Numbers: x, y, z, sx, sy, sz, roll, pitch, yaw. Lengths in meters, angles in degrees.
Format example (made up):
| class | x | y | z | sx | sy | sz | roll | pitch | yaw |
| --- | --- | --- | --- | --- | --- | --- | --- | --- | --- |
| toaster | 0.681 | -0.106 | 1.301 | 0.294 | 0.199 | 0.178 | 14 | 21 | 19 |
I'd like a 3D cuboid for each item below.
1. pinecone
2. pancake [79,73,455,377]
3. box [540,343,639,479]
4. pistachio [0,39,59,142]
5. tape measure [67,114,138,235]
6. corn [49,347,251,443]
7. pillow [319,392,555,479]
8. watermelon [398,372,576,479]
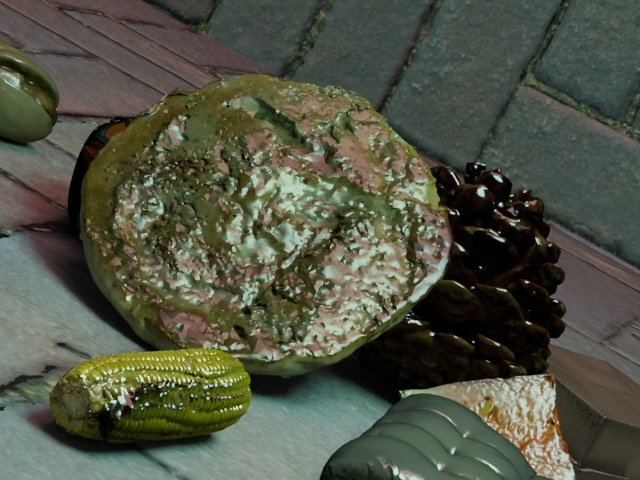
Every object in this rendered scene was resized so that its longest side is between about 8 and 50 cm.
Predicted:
| class | x | y | z | sx | sy | sz | roll | pitch | yaw |
| --- | --- | --- | --- | --- | --- | --- | --- | --- | --- |
| pinecone | 0.144 | 0.055 | 1.689 | 0.224 | 0.272 | 0.224 | 20 | -26 | 10 |
| pancake | -0.052 | -0.022 | 1.564 | 0.356 | 0.065 | 0.356 | 5 | 56 | -7 |
| box | 0.287 | 0.192 | 1.790 | 0.215 | 0.086 | 0.215 | 17 | 15 | -37 |
| pistachio | -0.362 | -0.165 | 1.893 | 0.149 | 0.113 | 0.113 | 38 | 5 | -30 |
| tape measure | -0.148 | -0.041 | 1.705 | 0.223 | 0.135 | 0.202 | 36 | 29 | 30 |
| corn | -0.122 | 0.116 | 1.260 | 0.072 | 0.072 | 0.203 | 33 | 14 | 27 |
| pillow | 0.167 | 0.238 | 1.299 | 0.326 | 0.101 | 0.228 | 28 | 12 | 13 |
| watermelon | 0.167 | 0.201 | 1.493 | 0.193 | 0.137 | 0.145 | 17 | 50 | -40 |
